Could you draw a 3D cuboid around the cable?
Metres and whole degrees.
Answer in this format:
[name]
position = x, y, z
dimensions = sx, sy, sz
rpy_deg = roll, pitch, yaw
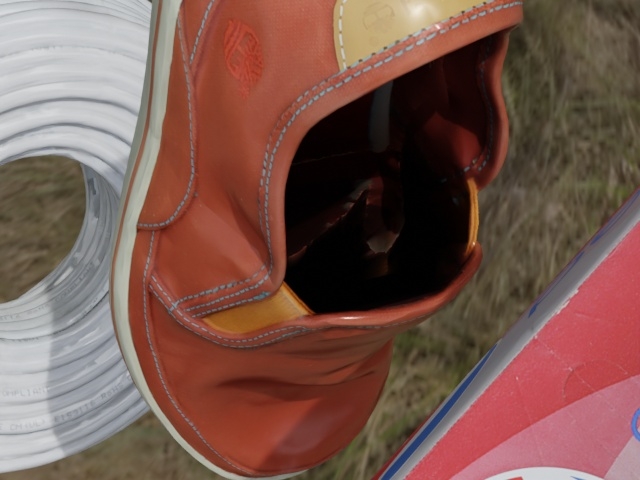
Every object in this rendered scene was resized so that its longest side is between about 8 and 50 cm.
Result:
[cable]
position = -0.154, -0.008, 0.913
dimensions = 0.257, 0.089, 0.257
rpy_deg = 16, 104, -38

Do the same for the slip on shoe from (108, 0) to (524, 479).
[slip on shoe]
position = 0.000, 0.000, 0.631
dimensions = 0.123, 0.331, 0.101
rpy_deg = -26, 61, -23

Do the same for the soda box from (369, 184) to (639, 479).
[soda box]
position = 0.080, 0.041, 0.423
dimensions = 0.083, 0.092, 0.263
rpy_deg = 41, 99, 4
